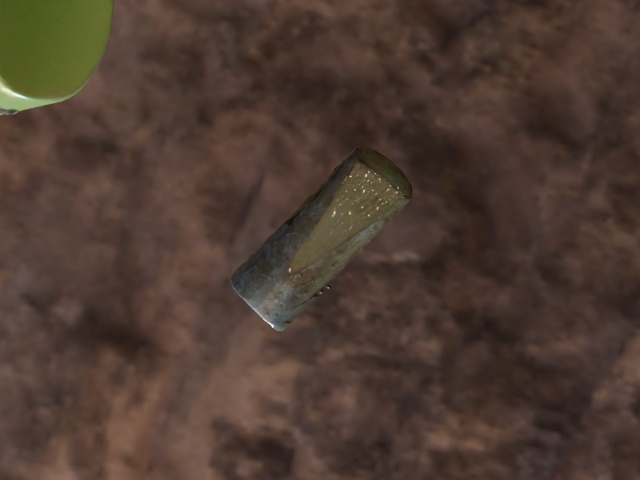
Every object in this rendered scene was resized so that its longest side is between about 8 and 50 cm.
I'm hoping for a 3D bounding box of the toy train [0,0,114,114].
[{"bbox_3d":[-0.176,-0.114,0.845,0.253,0.105,0.157,-5,-97,53],"label":"toy train"}]

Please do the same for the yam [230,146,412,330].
[{"bbox_3d":[0.000,0.000,1.559,0.169,0.068,0.068,-46,-146,20],"label":"yam"}]
